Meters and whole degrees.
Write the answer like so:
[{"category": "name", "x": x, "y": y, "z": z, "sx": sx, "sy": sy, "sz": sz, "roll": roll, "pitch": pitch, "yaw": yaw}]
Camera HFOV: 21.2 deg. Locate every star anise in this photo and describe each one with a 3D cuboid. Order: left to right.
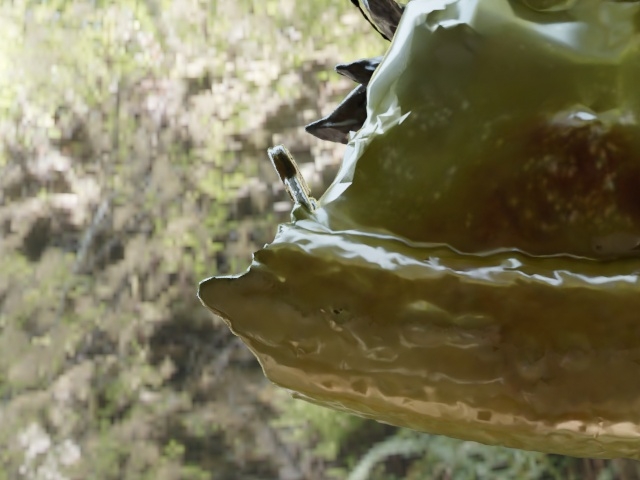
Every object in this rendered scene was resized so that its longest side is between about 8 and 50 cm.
[{"category": "star anise", "x": 0.059, "y": -0.087, "z": 0.840, "sx": 0.141, "sy": 0.042, "sz": 0.141, "roll": -20, "pitch": -48, "yaw": -24}]

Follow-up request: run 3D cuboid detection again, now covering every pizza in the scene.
[{"category": "pizza", "x": 0.096, "y": -0.071, "z": 0.479, "sx": 0.280, "sy": 0.287, "sz": 0.075, "roll": -10, "pitch": -32, "yaw": -1}]

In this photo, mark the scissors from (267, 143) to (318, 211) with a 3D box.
[{"category": "scissors", "x": 0.000, "y": 0.000, "z": 1.086, "sx": 0.017, "sy": 0.220, "sz": 0.088, "roll": -26, "pitch": -70, "yaw": 1}]
